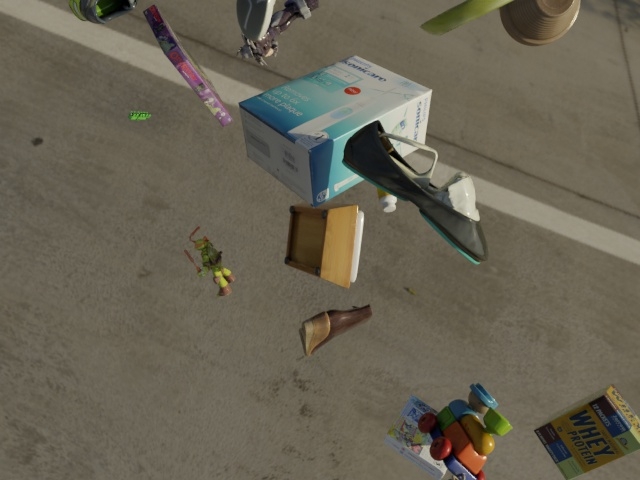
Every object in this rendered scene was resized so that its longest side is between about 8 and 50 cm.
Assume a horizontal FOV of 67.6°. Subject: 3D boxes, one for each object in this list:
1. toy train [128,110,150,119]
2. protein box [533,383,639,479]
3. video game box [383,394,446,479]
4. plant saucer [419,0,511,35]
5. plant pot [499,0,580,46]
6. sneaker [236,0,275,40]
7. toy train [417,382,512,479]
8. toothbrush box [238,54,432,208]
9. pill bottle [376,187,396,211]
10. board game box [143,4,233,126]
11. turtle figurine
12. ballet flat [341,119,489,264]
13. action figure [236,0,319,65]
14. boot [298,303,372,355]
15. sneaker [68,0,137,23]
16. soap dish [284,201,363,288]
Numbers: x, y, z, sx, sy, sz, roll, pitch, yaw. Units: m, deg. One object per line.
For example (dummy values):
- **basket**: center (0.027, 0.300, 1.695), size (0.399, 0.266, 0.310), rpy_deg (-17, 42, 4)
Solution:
- **toy train**: center (-0.522, -0.359, 1.378), size (0.017, 0.024, 0.083), rpy_deg (41, 21, 6)
- **protein box**: center (0.705, 0.494, 1.245), size (0.199, 0.201, 0.136), rpy_deg (9, 45, -53)
- **video game box**: center (0.311, 0.585, 1.434), size (0.187, 0.048, 0.205), rpy_deg (32, 32, 19)
- **plant saucer**: center (0.310, -0.453, 0.921), size (0.241, 0.240, 0.037), rpy_deg (-36, 108, -32)
- **plant pot**: center (0.658, -0.701, 1.394), size (0.237, 0.110, 0.238), rpy_deg (0, 101, -2)
- **sneaker**: center (-0.066, -0.333, 0.608), size (0.053, 0.152, 0.061), rpy_deg (20, 20, 26)
- **toy train**: center (0.268, 0.346, 0.810), size (0.105, 0.248, 0.143), rpy_deg (43, 94, -6)
- **toothbrush box**: center (0.030, -0.220, 0.910), size (0.295, 0.126, 0.216), rpy_deg (-30, 51, -26)
- **pill bottle**: center (0.161, -0.112, 1.163), size (0.043, 0.043, 0.084), rpy_deg (1, 64, -17)
- **board game box**: center (-0.397, -0.524, 1.469), size (0.056, 0.347, 0.208), rpy_deg (-28, 65, 5)
- **turtle figurine**: center (-0.360, 0.065, 1.593), size (0.087, 0.218, 0.270), rpy_deg (-26, 29, 0)
- **ballet flat**: center (0.161, -0.077, 0.710), size (0.280, 0.096, 0.095), rpy_deg (36, 24, -2)
- **action figure**: center (-0.133, -0.626, 1.395), size (0.285, 0.185, 0.099), rpy_deg (-38, 84, 4)
- **boot**: center (0.044, 0.267, 1.416), size (0.206, 0.248, 0.090), rpy_deg (-12, 65, -11)
- **sneaker**: center (-0.508, -0.668, 1.260), size (0.300, 0.111, 0.121), rpy_deg (-45, 63, -7)
- **soap dish**: center (0.000, 0.000, 1.392), size (0.118, 0.290, 0.229), rpy_deg (5, 94, -28)
